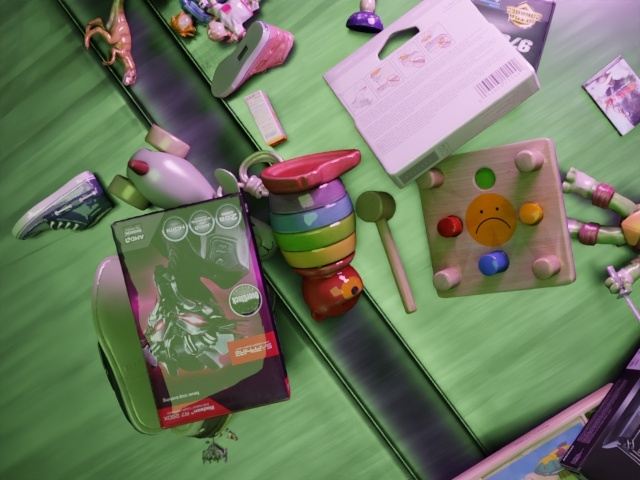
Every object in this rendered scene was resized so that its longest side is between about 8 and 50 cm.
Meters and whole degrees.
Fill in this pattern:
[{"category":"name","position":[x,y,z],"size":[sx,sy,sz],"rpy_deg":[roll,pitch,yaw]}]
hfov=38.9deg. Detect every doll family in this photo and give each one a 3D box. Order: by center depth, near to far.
[{"category":"doll family","position":[-0.233,-0.466,1.663],"size":[0.263,0.118,0.163],"rpy_deg":[43,89,-17]}]

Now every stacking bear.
[{"category":"stacking bear","position":[0.000,0.000,1.627],"size":[0.164,0.175,0.289],"rpy_deg":[2,112,45]}]

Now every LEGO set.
[{"category":"LEGO set","position":[-0.197,0.398,1.729],"size":[0.054,0.023,0.083],"rpy_deg":[26,94,3]}]

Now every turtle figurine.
[{"category":"turtle figurine","position":[0.527,-0.010,1.551],"size":[0.266,0.198,0.275],"rpy_deg":[21,56,19]}]

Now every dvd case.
[{"category":"dvd case","position":[0.546,-0.262,1.647],"size":[0.087,0.013,0.119],"rpy_deg":[-37,89,5]}]

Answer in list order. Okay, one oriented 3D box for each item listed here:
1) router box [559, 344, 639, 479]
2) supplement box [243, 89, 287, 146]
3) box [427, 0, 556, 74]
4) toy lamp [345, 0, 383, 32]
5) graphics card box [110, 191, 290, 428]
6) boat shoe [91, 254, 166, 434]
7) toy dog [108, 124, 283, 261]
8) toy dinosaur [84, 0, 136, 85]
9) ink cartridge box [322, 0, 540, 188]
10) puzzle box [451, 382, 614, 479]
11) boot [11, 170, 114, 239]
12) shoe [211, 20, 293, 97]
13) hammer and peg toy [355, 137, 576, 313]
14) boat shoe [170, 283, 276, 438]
[{"category":"router box","position":[0.609,0.346,1.591],"size":[0.243,0.081,0.309],"rpy_deg":[39,80,-4]},{"category":"supplement box","position":[-0.101,-0.224,1.674],"size":[0.036,0.062,0.098],"rpy_deg":[-26,90,7]},{"category":"box","position":[0.294,-0.372,1.641],"size":[0.220,0.051,0.175],"rpy_deg":[16,93,4]},{"category":"toy lamp","position":[0.100,-0.519,1.637],"size":[0.080,0.080,0.275],"rpy_deg":[7,93,4]},{"category":"graphics card box","position":[-0.201,0.119,1.561],"size":[0.232,0.094,0.371],"rpy_deg":[-12,94,-1]},{"category":"boat shoe","position":[-0.351,0.199,1.687],"size":[0.127,0.113,0.340],"rpy_deg":[-17,78,-26]},{"category":"toy dog","position":[-0.231,-0.082,1.641],"size":[0.333,0.161,0.220],"rpy_deg":[13,94,4]},{"category":"toy dinosaur","position":[-0.384,-0.397,1.697],"size":[0.112,0.064,0.211],"rpy_deg":[-4,103,-8]},{"category":"ink cartridge box","position":[0.188,-0.276,1.592],"size":[0.296,0.066,0.261],"rpy_deg":[-35,59,8]},{"category":"puzzle box","position":[0.428,0.474,1.620],"size":[0.409,0.052,0.272],"rpy_deg":[-29,91,-10]},{"category":"boot","position":[-0.486,-0.041,1.708],"size":[0.190,0.069,0.086],"rpy_deg":[-38,87,3]},{"category":"shoe","position":[-0.125,-0.324,1.671],"size":[0.178,0.081,0.063],"rpy_deg":[-47,55,32]},{"category":"hammer and peg toy","position":[0.258,-0.021,1.612],"size":[0.361,0.127,0.266],"rpy_deg":[-10,92,31]},{"category":"boat shoe","position":[-0.167,0.221,1.684],"size":[0.116,0.096,0.324],"rpy_deg":[28,91,43]}]
